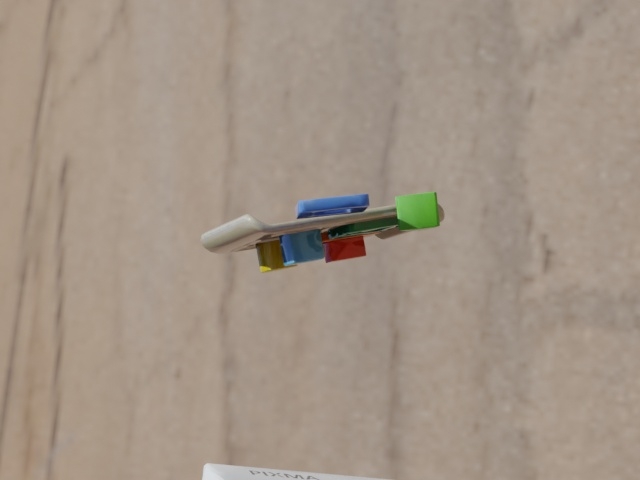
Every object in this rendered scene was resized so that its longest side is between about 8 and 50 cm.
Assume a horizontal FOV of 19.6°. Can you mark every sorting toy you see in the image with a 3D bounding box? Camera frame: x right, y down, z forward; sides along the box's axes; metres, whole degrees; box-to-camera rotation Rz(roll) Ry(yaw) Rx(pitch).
[{"bbox_3d":[0.000,0.000,1.775,0.347,0.196,0.047,161,103,-71],"label":"sorting toy"}]

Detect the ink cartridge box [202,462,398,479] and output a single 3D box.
[{"bbox_3d":[0.042,0.228,1.524,0.261,0.296,0.066,-157,75,-72],"label":"ink cartridge box"}]
